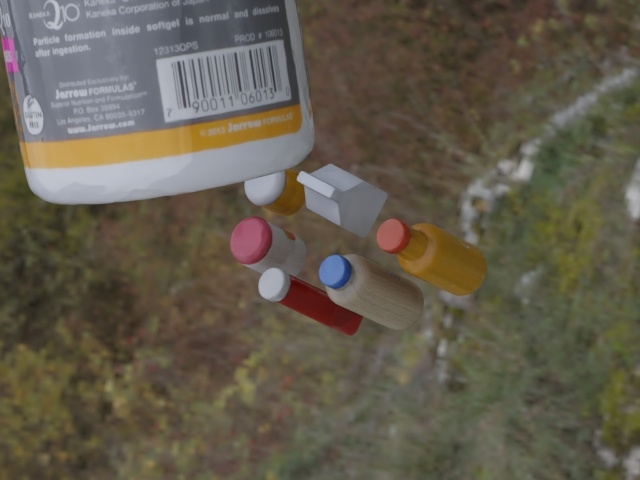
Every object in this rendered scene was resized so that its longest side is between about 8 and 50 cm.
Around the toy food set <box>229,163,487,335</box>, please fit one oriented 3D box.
[{"bbox_3d":[0.000,0.000,1.320,0.232,0.104,0.111,30,93,40],"label":"toy food set"}]

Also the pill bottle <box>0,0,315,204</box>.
[{"bbox_3d":[-0.098,-0.167,0.935,0.162,0.162,0.279,3,104,55],"label":"pill bottle"}]
